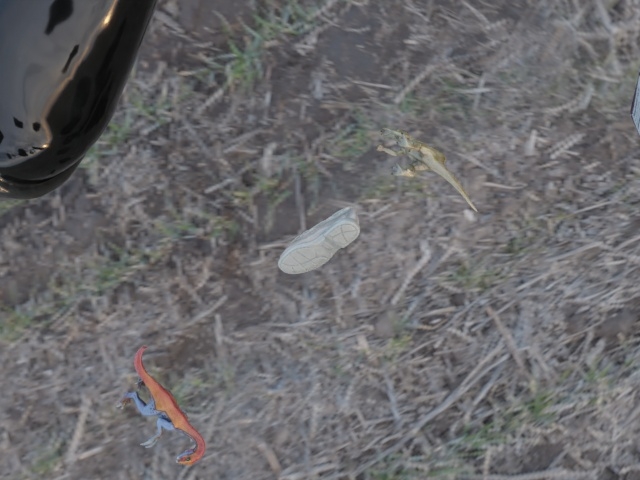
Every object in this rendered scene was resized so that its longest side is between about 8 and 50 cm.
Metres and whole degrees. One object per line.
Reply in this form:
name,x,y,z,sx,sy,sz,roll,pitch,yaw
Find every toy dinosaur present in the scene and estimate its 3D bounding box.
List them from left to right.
toy dinosaur,-0.130,0.148,0.989,0.082,0.047,0.090,29,141,24
toy dinosaur,0.133,-0.109,1.542,0.183,0.092,0.053,45,122,37

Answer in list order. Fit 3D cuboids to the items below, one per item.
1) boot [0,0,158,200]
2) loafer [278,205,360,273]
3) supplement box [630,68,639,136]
boot,-0.111,-0.195,0.721,0.260,0.131,0.348,0,72,49
loafer,0.000,0.000,1.474,0.125,0.039,0.045,-31,124,30
supplement box,0.170,-0.036,0.492,0.055,0.043,0.083,-15,66,1
